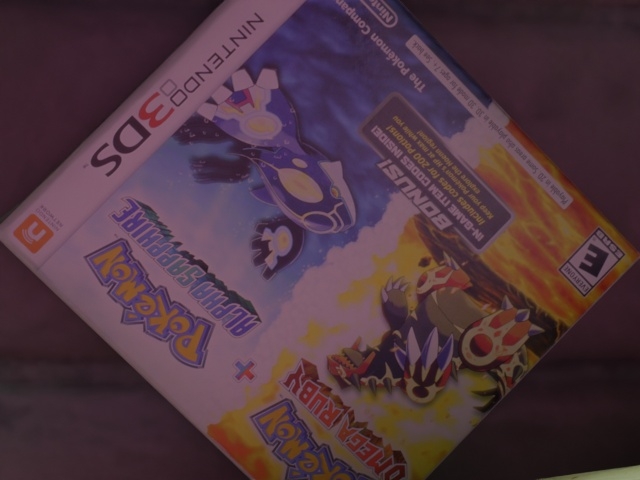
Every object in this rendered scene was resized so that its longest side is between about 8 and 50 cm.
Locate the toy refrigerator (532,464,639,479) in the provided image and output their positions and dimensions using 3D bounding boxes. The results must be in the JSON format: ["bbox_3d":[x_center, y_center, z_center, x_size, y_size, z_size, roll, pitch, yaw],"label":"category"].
[{"bbox_3d":[0.020,0.147,0.503,0.102,0.269,0.094,-30,100,-47],"label":"toy refrigerator"}]

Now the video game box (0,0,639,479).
[{"bbox_3d":[0.000,0.000,0.602,0.205,0.048,0.187,44,89,-9],"label":"video game box"}]
